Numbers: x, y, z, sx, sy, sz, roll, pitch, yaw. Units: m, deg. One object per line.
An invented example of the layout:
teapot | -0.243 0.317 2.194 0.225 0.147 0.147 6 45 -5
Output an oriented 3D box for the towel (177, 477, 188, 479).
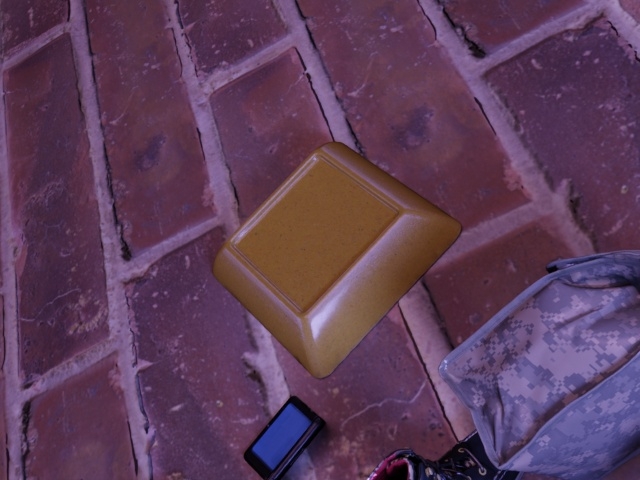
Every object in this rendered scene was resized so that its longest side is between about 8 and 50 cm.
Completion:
towel | -0.239 0.434 1.227 0.110 0.027 0.148 -17 55 19

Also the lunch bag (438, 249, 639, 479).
lunch bag | 0.321 0.129 0.935 0.287 0.235 0.169 -46 48 21

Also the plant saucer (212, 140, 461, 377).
plant saucer | 0.000 0.000 1.343 0.332 0.081 0.333 -47 50 -5

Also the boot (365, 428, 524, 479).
boot | 0.157 0.284 1.008 0.236 0.178 0.085 -46 50 -4

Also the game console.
game console | -0.057 0.289 1.196 0.071 0.107 0.122 38 82 11
